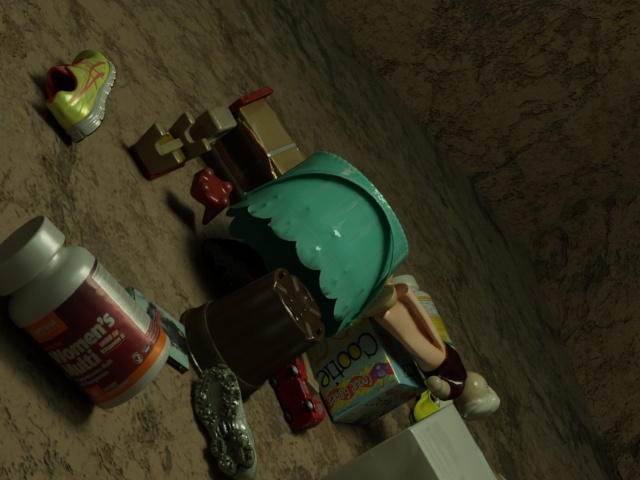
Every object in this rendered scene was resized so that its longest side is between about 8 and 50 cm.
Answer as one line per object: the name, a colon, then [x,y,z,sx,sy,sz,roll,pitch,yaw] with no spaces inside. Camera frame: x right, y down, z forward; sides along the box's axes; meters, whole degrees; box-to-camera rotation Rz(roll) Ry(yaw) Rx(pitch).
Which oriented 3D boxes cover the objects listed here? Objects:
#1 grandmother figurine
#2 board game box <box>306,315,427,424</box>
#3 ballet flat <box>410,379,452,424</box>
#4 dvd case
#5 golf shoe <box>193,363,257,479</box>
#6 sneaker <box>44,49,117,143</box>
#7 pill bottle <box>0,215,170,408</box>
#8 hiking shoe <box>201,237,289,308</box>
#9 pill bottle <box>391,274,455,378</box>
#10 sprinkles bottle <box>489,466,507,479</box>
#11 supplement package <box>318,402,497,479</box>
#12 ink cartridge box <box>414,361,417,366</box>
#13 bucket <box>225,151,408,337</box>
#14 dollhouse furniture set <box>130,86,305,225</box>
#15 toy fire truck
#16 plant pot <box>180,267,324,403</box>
grandmother figurine: [0.199,0.201,2.077,0.342,0.104,0.208,47,28,-26]
board game box: [0.052,0.174,2.125,0.144,0.142,0.275,24,37,-62]
ballet flat: [0.244,0.337,2.469,0.077,0.077,0.231,56,17,-2]
dvd case: [-0.229,0.126,1.666,0.119,0.013,0.087,42,23,-38]
golf shoe: [-0.129,0.260,1.655,0.086,0.069,0.176,68,5,-55]
sneaker: [-0.372,-0.242,1.803,0.094,0.081,0.208,44,22,-31]
pill bottle: [-0.289,0.084,1.397,0.221,0.121,0.121,50,19,-22]
hiking shoe: [-0.129,0.081,1.908,0.086,0.114,0.227,4,27,-47]
pill bottle: [0.202,0.183,2.556,0.117,0.117,0.208,29,33,-56]
sprinkles bottle: [0.307,0.495,2.299,0.355,0.121,0.121,43,22,-40]
supplement package: [0.150,0.409,1.892,0.199,0.198,0.262,60,18,10]
ink cartridge box: [0.148,0.202,2.380,0.067,0.115,0.198,51,19,-16]
bucket: [0.000,0.000,1.960,0.281,0.183,0.281,42,-20,19]
dollhouse furniture set: [-0.177,-0.123,2.084,0.201,0.152,0.374,58,35,1]
toy fire truck: [-0.036,0.225,1.959,0.135,0.047,0.192,24,38,-63]
plant pot: [-0.093,0.134,1.766,0.167,0.165,0.167,50,18,-23]
